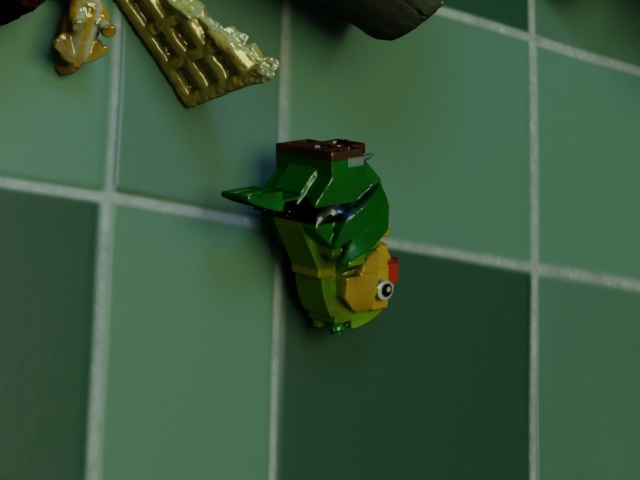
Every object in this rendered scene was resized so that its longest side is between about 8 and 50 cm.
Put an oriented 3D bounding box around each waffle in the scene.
[{"bbox_3d":[-0.125,-0.206,1.333,0.032,0.125,0.191,-47,112,-35],"label":"waffle"}]

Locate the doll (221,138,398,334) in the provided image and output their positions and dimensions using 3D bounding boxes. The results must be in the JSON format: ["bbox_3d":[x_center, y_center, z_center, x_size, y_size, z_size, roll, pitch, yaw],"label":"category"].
[{"bbox_3d":[0.006,-0.005,1.403,0.134,0.106,0.186,-44,124,-29],"label":"doll"}]

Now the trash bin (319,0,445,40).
[{"bbox_3d":[-0.004,-0.331,1.395,0.301,0.203,0.252,31,39,-30],"label":"trash bin"}]

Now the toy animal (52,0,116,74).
[{"bbox_3d":[-0.203,-0.189,1.321,0.060,0.081,0.083,4,43,-29],"label":"toy animal"}]

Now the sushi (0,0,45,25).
[{"bbox_3d":[-0.237,-0.284,1.264,0.136,0.126,0.225,31,59,-27],"label":"sushi"}]
